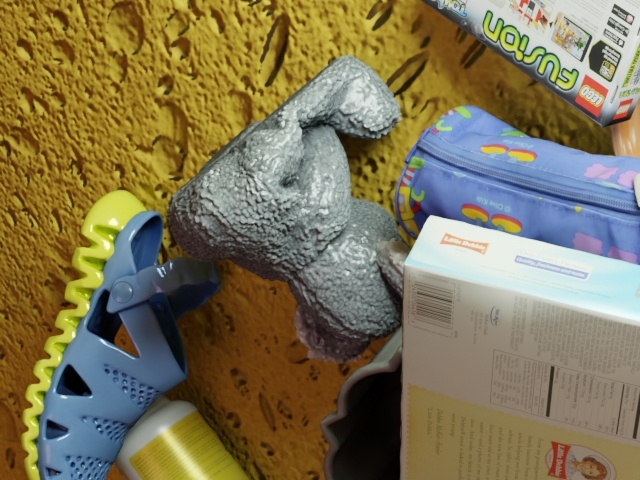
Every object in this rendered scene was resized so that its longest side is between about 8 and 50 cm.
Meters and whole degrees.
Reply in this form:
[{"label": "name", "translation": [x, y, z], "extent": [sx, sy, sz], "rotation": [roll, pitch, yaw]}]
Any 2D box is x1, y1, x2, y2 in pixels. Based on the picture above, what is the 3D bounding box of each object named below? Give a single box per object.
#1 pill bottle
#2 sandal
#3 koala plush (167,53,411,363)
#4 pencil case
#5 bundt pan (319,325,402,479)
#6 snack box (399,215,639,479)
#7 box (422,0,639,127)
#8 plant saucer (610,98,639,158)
[{"label": "pill bottle", "translation": [-0.146, 0.229, 1.565], "extent": [0.184, 0.103, 0.103], "rotation": [52, 132, 7]}, {"label": "sandal", "translation": [-0.190, 0.114, 1.479], "extent": [0.138, 0.126, 0.317], "rotation": [15, 87, 16]}, {"label": "koala plush", "translation": [0.000, 0.000, 1.304], "extent": [0.221, 0.203, 0.196], "rotation": [51, 133, -8]}, {"label": "pencil case", "translation": [0.187, -0.018, 1.125], "extent": [0.306, 0.119, 0.133], "rotation": [21, 163, 48]}, {"label": "bundt pan", "translation": [0.174, 0.169, 1.231], "extent": [0.331, 0.124, 0.331], "rotation": [15, 133, 17]}, {"label": "snack box", "translation": [0.152, 0.141, 1.088], "extent": [0.187, 0.060, 0.322], "rotation": [14, 133, 18]}, {"label": "box", "translation": [0.164, -0.187, 1.147], "extent": [0.207, 0.036, 0.114], "rotation": [41, 131, 32]}, {"label": "plant saucer", "translation": [0.308, -0.078, 1.110], "extent": [0.200, 0.037, 0.200], "rotation": [16, 119, 31]}]
